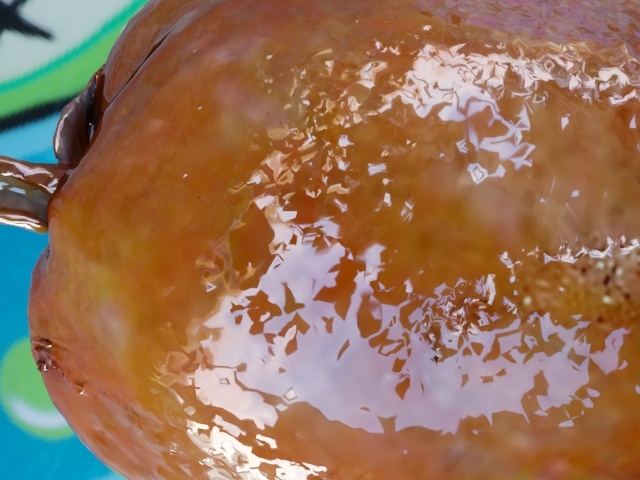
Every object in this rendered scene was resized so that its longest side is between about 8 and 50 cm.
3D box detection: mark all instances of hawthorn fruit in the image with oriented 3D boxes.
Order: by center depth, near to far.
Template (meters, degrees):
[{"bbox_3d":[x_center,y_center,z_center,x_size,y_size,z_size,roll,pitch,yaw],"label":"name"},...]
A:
[{"bbox_3d":[0.000,0.000,0.450,0.211,0.299,0.211,-165,-90,-70],"label":"hawthorn fruit"}]
